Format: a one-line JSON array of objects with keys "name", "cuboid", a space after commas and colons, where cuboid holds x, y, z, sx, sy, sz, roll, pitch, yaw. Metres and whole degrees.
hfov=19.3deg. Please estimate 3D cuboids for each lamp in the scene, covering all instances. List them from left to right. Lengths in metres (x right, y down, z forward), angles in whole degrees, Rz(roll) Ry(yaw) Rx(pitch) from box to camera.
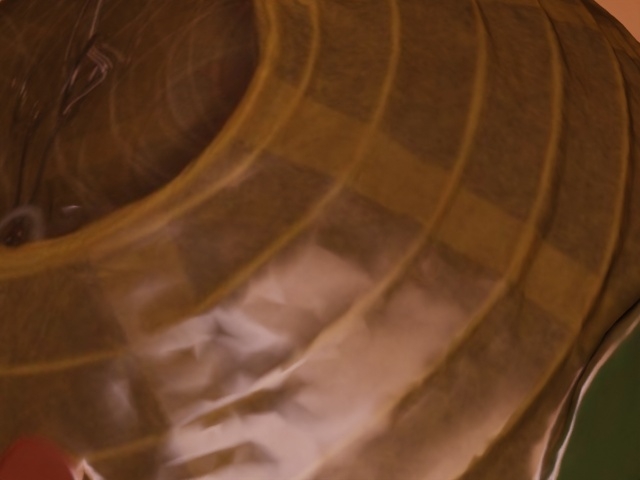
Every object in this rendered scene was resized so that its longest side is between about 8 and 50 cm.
[{"name": "lamp", "cuboid": [0.000, 0.050, 0.493, 0.250, 0.284, 0.250, -16, 49, 19]}]
